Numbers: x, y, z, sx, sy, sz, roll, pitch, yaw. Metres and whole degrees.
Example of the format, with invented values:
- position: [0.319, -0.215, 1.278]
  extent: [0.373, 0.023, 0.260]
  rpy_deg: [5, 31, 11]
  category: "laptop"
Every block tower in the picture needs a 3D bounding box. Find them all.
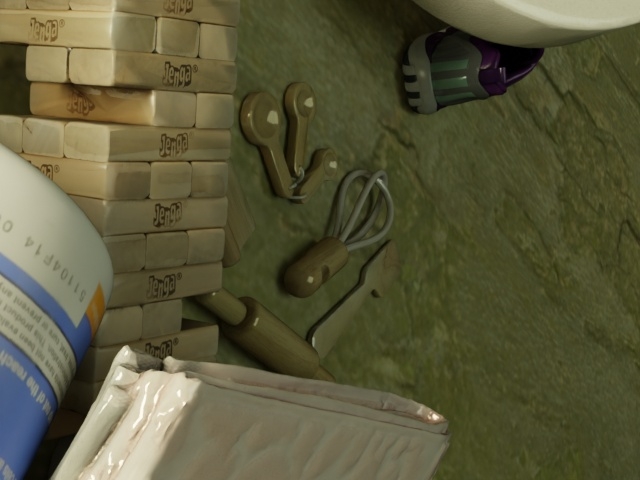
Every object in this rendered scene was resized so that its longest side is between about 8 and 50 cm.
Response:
- position: [-0.103, -0.076, 0.592]
  extent: [0.097, 0.091, 0.336]
  rpy_deg: [-6, 102, -55]
  category: "block tower"

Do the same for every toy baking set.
- position: [-0.003, 0.005, 0.834]
  extent: [0.256, 0.030, 0.197]
  rpy_deg: [49, 51, -46]
  category: "toy baking set"

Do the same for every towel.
- position: [-0.076, 0.211, 0.569]
  extent: [0.332, 0.053, 0.317]
  rpy_deg: [-60, 152, 1]
  category: "towel"

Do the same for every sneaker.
- position: [0.159, -0.163, 1.018]
  extent: [0.223, 0.098, 0.083]
  rpy_deg: [-44, 126, -47]
  category: "sneaker"

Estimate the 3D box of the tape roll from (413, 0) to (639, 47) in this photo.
- position: [0.158, -0.338, 0.886]
  extent: [0.392, 0.072, 0.392]
  rpy_deg: [2, 86, -28]
  category: "tape roll"

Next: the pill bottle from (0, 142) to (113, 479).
- position: [-0.195, 0.093, 0.429]
  extent: [0.152, 0.152, 0.272]
  rpy_deg: [54, 47, -43]
  category: "pill bottle"

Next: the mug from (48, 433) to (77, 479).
- position: [-0.101, 0.122, 0.653]
  extent: [0.062, 0.064, 0.078]
  rpy_deg: [47, 52, -45]
  category: "mug"
